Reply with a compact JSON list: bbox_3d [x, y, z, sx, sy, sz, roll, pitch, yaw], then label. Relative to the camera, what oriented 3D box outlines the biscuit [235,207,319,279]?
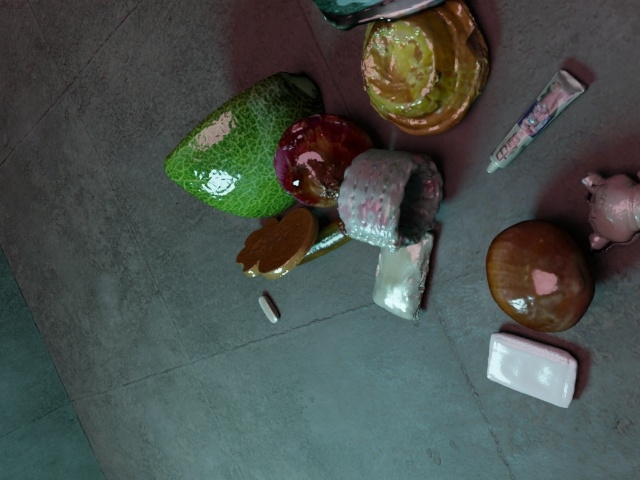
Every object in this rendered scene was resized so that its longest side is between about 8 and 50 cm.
[{"bbox_3d":[-0.107,0.014,1.591,0.044,0.202,0.289,39,147,-27],"label":"biscuit"}]

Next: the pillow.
[{"bbox_3d":[0.180,0.065,1.442,0.128,0.051,0.229,20,119,28],"label":"pillow"}]

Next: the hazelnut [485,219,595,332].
[{"bbox_3d":[0.398,0.065,1.157,0.214,0.176,0.214,56,171,14],"label":"hazelnut"}]

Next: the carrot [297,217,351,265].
[{"bbox_3d":[0.000,0.000,1.562,0.260,0.070,0.070,-27,88,42],"label":"carrot"}]

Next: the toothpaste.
[{"bbox_3d":[0.381,-0.207,1.174,0.060,0.038,0.233,48,128,13],"label":"toothpaste"}]

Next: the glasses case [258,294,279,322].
[{"bbox_3d":[-0.143,0.190,1.787,0.032,0.021,0.083,-40,79,42],"label":"glasses case"}]

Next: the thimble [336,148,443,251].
[{"bbox_3d":[0.142,-0.082,1.309,0.149,0.211,0.185,14,159,37],"label":"thimble"}]

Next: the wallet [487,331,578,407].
[{"bbox_3d":[0.430,0.260,1.316,0.183,0.032,0.124,15,116,34],"label":"wallet"}]

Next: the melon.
[{"bbox_3d":[-0.149,-0.235,1.514,0.331,0.226,0.343,27,134,-18],"label":"melon"}]

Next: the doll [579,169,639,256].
[{"bbox_3d":[0.527,-0.052,1.070,0.192,0.095,0.149,-9,102,40],"label":"doll"}]

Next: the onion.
[{"bbox_3d":[0.008,-0.156,1.389,0.230,0.163,0.230,6,129,8],"label":"onion"}]

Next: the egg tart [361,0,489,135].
[{"bbox_3d":[0.180,-0.343,1.242,0.290,0.115,0.290,15,116,34],"label":"egg tart"}]

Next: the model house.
[{"bbox_3d":[0.101,-0.551,1.159,0.253,0.184,0.291,-14,62,19],"label":"model house"}]
